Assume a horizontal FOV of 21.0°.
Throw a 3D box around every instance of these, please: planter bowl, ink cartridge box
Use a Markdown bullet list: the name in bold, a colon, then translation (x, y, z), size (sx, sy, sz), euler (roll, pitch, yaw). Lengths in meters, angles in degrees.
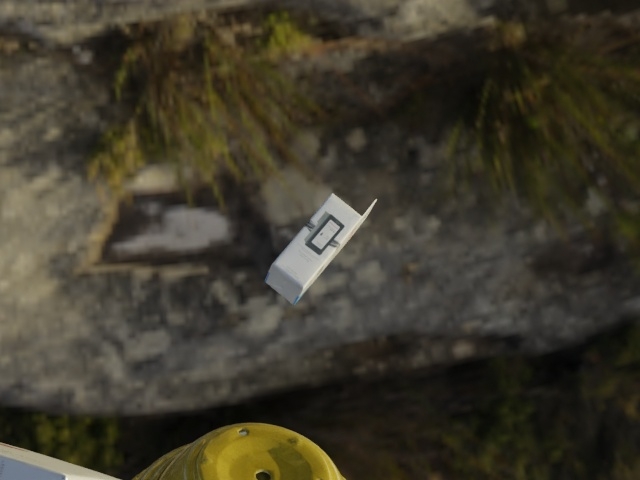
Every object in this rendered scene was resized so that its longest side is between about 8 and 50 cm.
- **planter bowl**: translation (-0.048, 0.198, 1.257), size (0.217, 0.217, 0.090), euler (2, 128, -13)
- **ink cartridge box**: translation (0.000, 0.000, 1.184), size (0.028, 0.083, 0.048), euler (39, 162, 3)

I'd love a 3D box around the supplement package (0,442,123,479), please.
- **supplement package**: translation (-0.310, 0.284, 1.637), size (0.177, 0.175, 0.293), euler (15, 172, 7)
